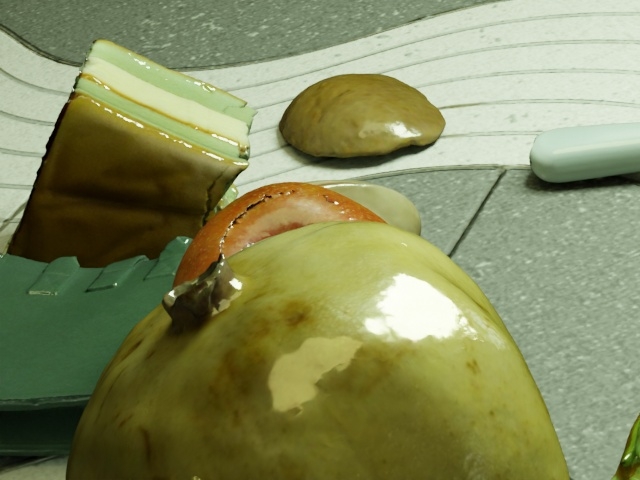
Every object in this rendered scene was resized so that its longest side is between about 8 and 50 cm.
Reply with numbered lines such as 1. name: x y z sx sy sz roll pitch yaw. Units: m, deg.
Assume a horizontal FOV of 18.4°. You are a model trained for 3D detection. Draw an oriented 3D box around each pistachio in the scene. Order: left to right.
1. pistachio: 0.000 0.000 1.695 0.185 0.126 0.108 0 45 -22

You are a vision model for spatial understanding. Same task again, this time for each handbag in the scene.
1. handbag: -0.202 0.087 1.690 0.247 0.079 0.260 -3 30 18

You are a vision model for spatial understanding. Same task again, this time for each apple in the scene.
1. apple: -0.019 0.057 1.528 0.210 0.173 0.235 -17 49 -6

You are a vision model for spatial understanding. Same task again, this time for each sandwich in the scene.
1. sandwich: -0.175 -0.037 1.876 0.198 0.227 0.155 23 28 -7

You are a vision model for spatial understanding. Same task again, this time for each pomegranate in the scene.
1. pomegranate: -0.004 0.150 1.236 0.332 0.332 0.332 -11 29 6

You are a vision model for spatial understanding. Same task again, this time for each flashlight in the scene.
1. flashlight: 0.289 -0.082 1.806 0.200 0.047 0.093 -5 29 20

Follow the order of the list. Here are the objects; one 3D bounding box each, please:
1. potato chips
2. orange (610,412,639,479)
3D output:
1. potato chips: 0.037 -0.134 2.008 0.150 0.049 0.201 -16 22 -15
2. orange: 0.290 0.188 1.176 0.262 0.196 0.334 14 41 17
